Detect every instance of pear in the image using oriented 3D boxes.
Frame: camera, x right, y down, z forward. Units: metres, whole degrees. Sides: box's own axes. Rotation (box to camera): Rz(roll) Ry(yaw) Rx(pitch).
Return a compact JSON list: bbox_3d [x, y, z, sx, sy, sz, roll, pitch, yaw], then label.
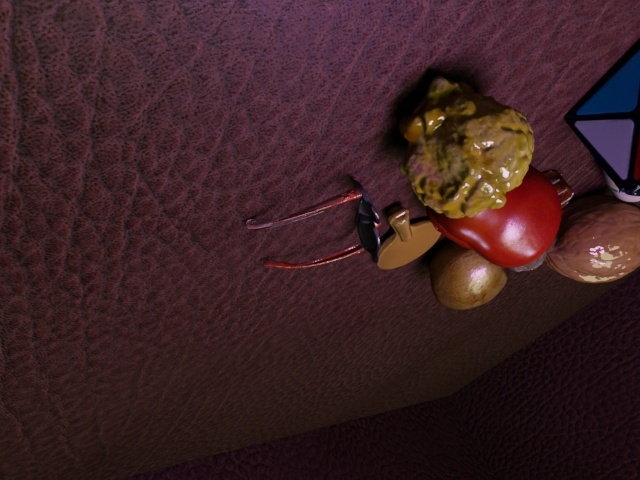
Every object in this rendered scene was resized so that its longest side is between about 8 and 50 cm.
[{"bbox_3d":[0.416,0.099,1.486,0.211,0.188,0.228,-39,139,20],"label":"pear"}]

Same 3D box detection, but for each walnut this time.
[{"bbox_3d":[0.847,0.000,1.591,0.313,0.277,0.251,-17,112,-2],"label":"walnut"}]

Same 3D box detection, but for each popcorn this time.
[{"bbox_3d":[0.268,-0.171,0.940,0.212,0.259,0.259,-18,152,-41],"label":"popcorn"}]

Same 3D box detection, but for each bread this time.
[{"bbox_3d":[0.611,-0.116,1.417,0.161,0.073,0.160,-20,150,-12],"label":"bread"}]

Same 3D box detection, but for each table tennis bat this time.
[{"bbox_3d":[0.221,-0.005,1.322,0.198,0.050,0.321,-29,153,4],"label":"table tennis bat"}]

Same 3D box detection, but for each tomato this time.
[{"bbox_3d":[0.390,-0.075,1.140,0.226,0.299,0.299,-55,146,1],"label":"tomato"}]

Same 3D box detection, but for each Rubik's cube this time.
[{"bbox_3d":[0.750,-0.260,1.124,0.247,0.248,0.250,-1,143,-35],"label":"Rubik's cube"}]

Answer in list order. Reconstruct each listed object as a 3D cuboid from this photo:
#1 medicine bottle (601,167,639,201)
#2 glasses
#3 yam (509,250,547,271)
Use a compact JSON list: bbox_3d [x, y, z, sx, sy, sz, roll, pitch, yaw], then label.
[{"bbox_3d":[0.856,-0.196,1.413,0.139,0.139,0.237,-38,149,20],"label":"medicine bottle"},{"bbox_3d":[0.000,0.000,1.095,0.268,0.118,0.234,-23,151,-6],"label":"glasses"},{"bbox_3d":[0.510,-0.020,1.350,0.154,0.154,0.254,-32,130,10],"label":"yam"}]
